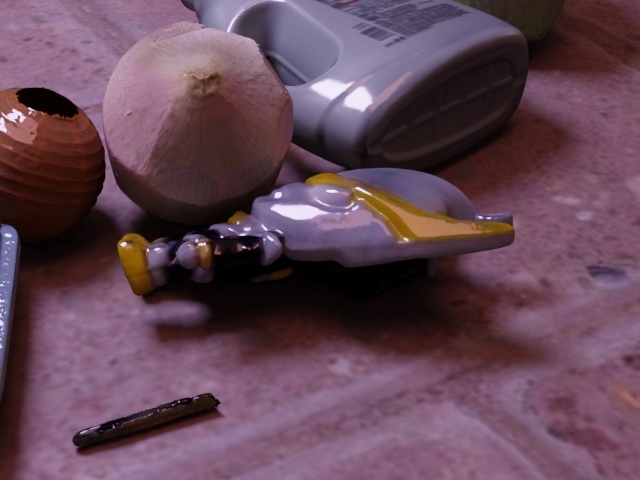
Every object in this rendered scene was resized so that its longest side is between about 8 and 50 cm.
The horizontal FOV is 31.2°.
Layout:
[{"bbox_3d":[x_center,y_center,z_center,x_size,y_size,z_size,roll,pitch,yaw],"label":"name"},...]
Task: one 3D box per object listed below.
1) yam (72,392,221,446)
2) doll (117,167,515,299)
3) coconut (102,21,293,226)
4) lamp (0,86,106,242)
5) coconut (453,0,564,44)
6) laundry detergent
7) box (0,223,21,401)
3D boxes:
[{"bbox_3d":[-0.123,0.127,0.814,0.107,0.014,0.014,-14,39,-20],"label":"yam"},{"bbox_3d":[-0.001,-0.001,0.928,0.316,0.145,0.103,-9,71,-5],"label":"doll"},{"bbox_3d":[-0.103,-0.104,0.971,0.171,0.183,0.170,3,68,-8],"label":"coconut"},{"bbox_3d":[-0.249,-0.063,0.969,0.136,0.136,0.136,1,36,-1],"label":"lamp"},{"bbox_3d":[0.195,-0.341,1.282,0.205,0.235,0.236,20,40,18],"label":"coconut"},{"bbox_3d":[-0.014,-0.205,1.180,0.264,0.124,0.398,-30,46,-34],"label":"laundry detergent"},{"bbox_3d":[-0.311,0.045,0.819,0.162,0.130,0.227,-15,37,2],"label":"box"}]
